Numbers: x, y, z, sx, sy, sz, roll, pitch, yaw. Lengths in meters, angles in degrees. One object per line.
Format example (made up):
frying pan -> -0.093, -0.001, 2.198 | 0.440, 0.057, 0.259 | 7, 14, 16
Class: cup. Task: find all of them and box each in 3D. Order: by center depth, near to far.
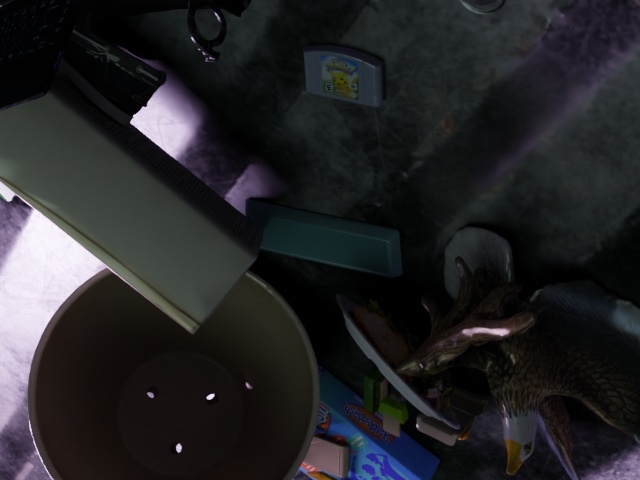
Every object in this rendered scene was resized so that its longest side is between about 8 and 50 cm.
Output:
cup -> -0.174, 0.202, 1.375 | 0.331, 0.331, 0.237 | 31, 164, 4

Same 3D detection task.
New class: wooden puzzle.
wooden puzzle -> 0.003, 0.277, 1.446 | 0.079, 0.014, 0.116 | 20, 136, 10

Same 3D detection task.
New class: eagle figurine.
eagle figurine -> 0.233, 0.141, 1.153 | 0.298, 0.225, 0.226 | 21, -170, -29

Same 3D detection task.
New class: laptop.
laptop -> -0.357, -0.247, 1.086 | 0.234, 0.264, 0.136 | -12, 138, 28

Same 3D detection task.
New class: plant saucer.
plant saucer -> 0.000, 0.000, 1.261 | 0.192, 0.018, 0.067 | 11, 134, 23

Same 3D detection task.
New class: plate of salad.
plate of salad -> 0.092, 0.126, 1.227 | 0.048, 0.200, 0.200 | -44, 102, 5

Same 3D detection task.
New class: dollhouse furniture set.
dollhouse furniture set -> 0.120, 0.204, 1.332 | 0.152, 0.076, 0.058 | 22, 135, 29

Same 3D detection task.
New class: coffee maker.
coffee maker -> -0.156, -0.253, 1.013 | 0.178, 0.171, 0.120 | 2, 145, 33

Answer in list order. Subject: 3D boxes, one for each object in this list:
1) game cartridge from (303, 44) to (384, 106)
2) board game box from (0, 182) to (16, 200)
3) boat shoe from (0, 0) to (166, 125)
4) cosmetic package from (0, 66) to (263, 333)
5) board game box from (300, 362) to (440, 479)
game cartridge -> 0.022, -0.164, 1.097 | 0.083, 0.017, 0.056 | 14, 131, 21
board game box -> -0.377, -0.151, 1.348 | 0.124, 0.039, 0.259 | 42, 135, -7
boat shoe -> -0.266, -0.230, 1.192 | 0.233, 0.084, 0.079 | 44, 100, -1
cosmetic package -> -0.214, -0.052, 1.193 | 0.309, 0.160, 0.113 | 39, 98, -6
board game box -> 0.028, 0.268, 1.468 | 0.210, 0.047, 0.160 | 39, 138, -3
